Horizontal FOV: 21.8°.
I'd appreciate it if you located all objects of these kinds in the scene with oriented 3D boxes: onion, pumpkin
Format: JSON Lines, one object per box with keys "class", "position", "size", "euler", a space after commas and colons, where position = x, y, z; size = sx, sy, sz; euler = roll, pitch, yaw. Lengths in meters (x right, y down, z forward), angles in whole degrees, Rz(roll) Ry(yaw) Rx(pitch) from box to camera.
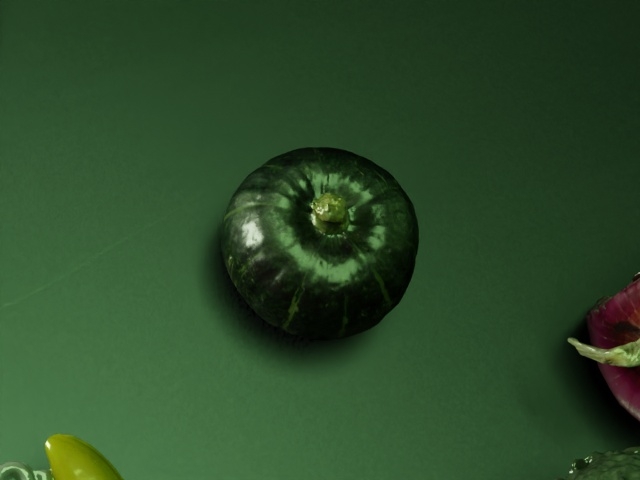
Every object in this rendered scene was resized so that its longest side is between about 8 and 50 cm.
{"class": "onion", "position": [0.340, 0.084, 1.412], "size": [0.207, 0.200, 0.200], "euler": [-41, 82, 14]}
{"class": "pumpkin", "position": [0.000, 0.002, 1.391], "size": [0.167, 0.125, 0.167], "euler": [0, 89, -4]}

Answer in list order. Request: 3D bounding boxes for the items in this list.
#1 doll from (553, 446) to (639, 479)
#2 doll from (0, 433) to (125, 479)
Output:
{"class": "doll", "position": [0.169, 0.306, 1.258], "size": [0.349, 0.247, 0.247], "euler": [-42, 84, -6]}
{"class": "doll", "position": [-0.234, 0.251, 1.229], "size": [0.252, 0.111, 0.237], "euler": [13, 80, -13]}
